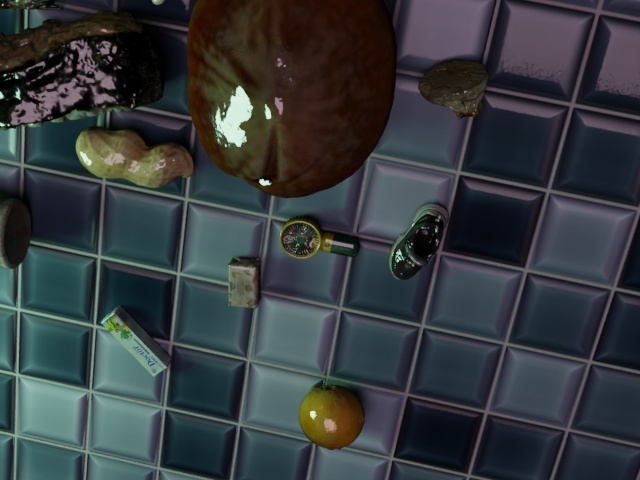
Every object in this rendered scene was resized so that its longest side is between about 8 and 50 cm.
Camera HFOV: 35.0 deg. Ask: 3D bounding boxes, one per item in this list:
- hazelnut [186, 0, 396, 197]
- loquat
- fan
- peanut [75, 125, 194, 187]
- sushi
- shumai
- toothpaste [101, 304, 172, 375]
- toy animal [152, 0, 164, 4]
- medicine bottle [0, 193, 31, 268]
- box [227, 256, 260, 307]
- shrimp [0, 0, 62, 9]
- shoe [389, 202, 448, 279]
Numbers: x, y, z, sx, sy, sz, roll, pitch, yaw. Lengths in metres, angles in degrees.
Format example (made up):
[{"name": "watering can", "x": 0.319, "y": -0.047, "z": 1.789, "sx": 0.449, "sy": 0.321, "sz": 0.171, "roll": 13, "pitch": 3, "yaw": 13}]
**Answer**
[{"name": "hazelnut", "x": -0.057, "y": -0.272, "z": 1.678, "sx": 0.359, "sy": 0.359, "sz": 0.409, "roll": 4, "pitch": 107, "yaw": 8}, {"name": "loquat", "x": 0.022, "y": 0.357, "z": 2.062, "sx": 0.141, "sy": 0.141, "sz": 0.141, "roll": 4, "pitch": 116, "yaw": 8}, {"name": "fan", "x": 0.000, "y": 0.000, "z": 1.947, "sx": 0.155, "sy": 0.039, "sz": 0.082, "roll": 13, "pitch": 116, "yaw": 2}, {"name": "peanut", "x": -0.348, "y": -0.155, "z": 1.908, "sx": 0.228, "sy": 0.085, "sz": 0.104, "roll": 15, "pitch": 113, "yaw": 1}, {"name": "sushi", "x": -0.450, "y": -0.302, "z": 1.794, "sx": 0.350, "sy": 0.211, "sz": 0.170, "roll": -8, "pitch": 109, "yaw": 7}, {"name": "shumai", "x": 0.238, "y": -0.255, "z": 1.764, "sx": 0.124, "sy": 0.099, "sz": 0.087, "roll": 8, "pitch": 141, "yaw": 31}, {"name": "toothpaste", "x": -0.381, "y": 0.207, "z": 2.114, "sx": 0.046, "sy": 0.034, "sz": 0.164, "roll": -35, "pitch": 105, "yaw": 26}, {"name": "toy animal", "x": -0.298, "y": -0.514, "z": 1.628, "sx": 0.326, "sy": 0.269, "sz": 0.237, "roll": -21, "pitch": 115, "yaw": 22}, {"name": "medicine bottle", "x": -0.748, "y": -0.028, "z": 1.999, "sx": 0.323, "sy": 0.151, "sz": 0.151, "roll": 6, "pitch": 116, "yaw": 7}, {"name": "box", "x": -0.150, "y": 0.083, "z": 2.009, "sx": 0.062, "sy": 0.045, "sz": 0.098, "roll": 3, "pitch": 114, "yaw": 7}, {"name": "shrimp", "x": -0.606, "y": -0.497, "z": 1.764, "sx": 0.365, "sy": 0.071, "sz": 0.233, "roll": 7, "pitch": 140, "yaw": 5}, {"name": "shoe", "x": 0.180, "y": 0.017, "z": 1.890, "sx": 0.071, "sy": 0.099, "sz": 0.169, "roll": 27, "pitch": 117, "yaw": -6}]
